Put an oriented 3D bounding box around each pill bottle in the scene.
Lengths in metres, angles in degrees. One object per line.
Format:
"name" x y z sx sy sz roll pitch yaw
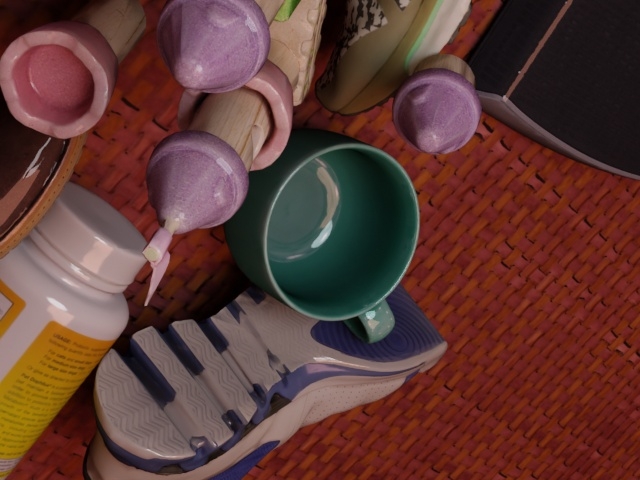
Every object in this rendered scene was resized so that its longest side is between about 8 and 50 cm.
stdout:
"pill bottle" -0.211 0.066 0.884 0.215 0.117 0.117 -50 134 10

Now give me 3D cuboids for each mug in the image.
"mug" -0.007 -0.004 0.961 0.130 0.097 0.157 -1 106 -30

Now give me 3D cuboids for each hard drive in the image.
"hard drive" 0.242 -0.139 1.070 0.255 0.054 0.172 19 111 -41

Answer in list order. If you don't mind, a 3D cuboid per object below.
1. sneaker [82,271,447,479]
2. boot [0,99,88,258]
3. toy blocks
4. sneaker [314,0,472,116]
"sneaker" -0.067 0.123 1.032 0.316 0.127 0.182 -19 156 -39
"boot" -0.281 -0.049 0.769 0.248 0.090 0.207 -38 137 2
"toy blocks" -0.016 -0.145 0.668 0.309 0.260 0.288 14 120 4
"sneaker" 0.038 -0.275 0.813 0.182 0.158 0.410 16 119 -6
